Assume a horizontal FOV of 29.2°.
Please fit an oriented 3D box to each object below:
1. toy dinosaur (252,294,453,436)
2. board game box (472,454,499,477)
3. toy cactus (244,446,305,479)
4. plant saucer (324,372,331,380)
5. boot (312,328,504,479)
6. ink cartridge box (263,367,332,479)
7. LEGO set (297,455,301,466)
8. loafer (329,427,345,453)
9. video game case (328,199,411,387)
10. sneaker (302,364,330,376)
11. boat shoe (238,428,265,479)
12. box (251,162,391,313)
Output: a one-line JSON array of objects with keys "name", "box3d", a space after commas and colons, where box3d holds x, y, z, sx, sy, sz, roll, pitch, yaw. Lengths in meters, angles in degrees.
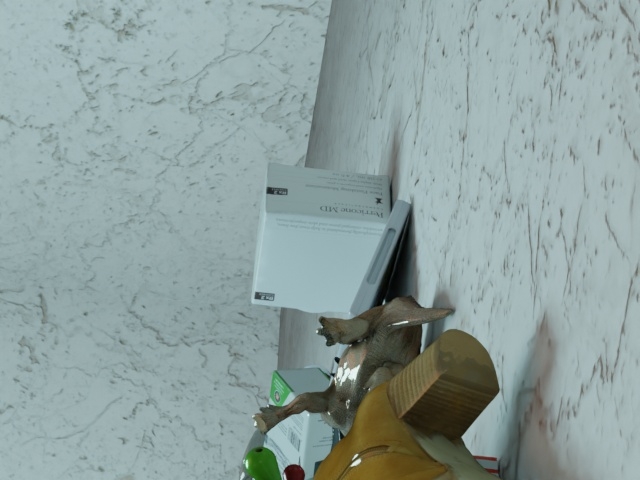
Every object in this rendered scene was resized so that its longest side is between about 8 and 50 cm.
[{"name": "toy dinosaur", "box3d": [0.061, 0.136, 1.321, 0.200, 0.127, 0.295, -27, -29, -52]}, {"name": "board game box", "box3d": [0.102, 0.282, 0.977, 0.193, 0.045, 0.146, 101, 173, -49]}, {"name": "toy cactus", "box3d": [-0.019, 0.296, 1.087, 0.112, 0.181, 0.219, 58, -149, -66]}, {"name": "plant saucer", "box3d": [0.013, 0.325, 2.094, 0.198, 0.036, 0.198, -175, 90, -86]}, {"name": "boot", "box3d": [0.058, 0.223, 0.870, 0.211, 0.104, 0.295, -56, 19, 36]}, {"name": "ink cartridge box", "box3d": [-0.023, 0.327, 1.943, 0.153, 0.087, 0.208, -138, 52, -57]}, {"name": "LEGO set", "box3d": [-0.006, 0.391, 1.245, 0.255, 0.192, 0.331, 115, 161, -77]}, {"name": "loafer", "box3d": [0.024, 0.315, 1.528, 0.076, 0.078, 0.223, 163, 104, -84]}, {"name": "video game case", "box3d": [0.060, 0.083, 1.559, 0.212, 0.023, 0.193, 103, -170, -51]}, {"name": "sneaker", "box3d": [-0.038, 0.351, 2.323, 0.091, 0.094, 0.258, -83, 2, -51]}, {"name": "boat shoe", "box3d": [-0.068, 0.490, 2.199, 0.130, 0.132, 0.355, 29, -118, -71]}, {"name": "box", "box3d": [0.000, 0.000, 1.762, 0.119, 0.181, 0.182, -90, 8, -49]}]
